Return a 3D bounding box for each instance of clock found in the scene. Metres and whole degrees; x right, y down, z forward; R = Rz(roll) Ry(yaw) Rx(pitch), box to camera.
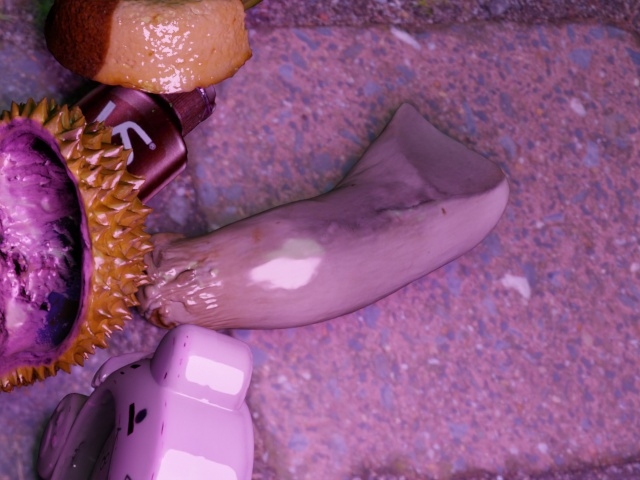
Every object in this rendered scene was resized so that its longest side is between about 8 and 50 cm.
[{"bbox_3d":[-0.160,0.231,1.573,0.113,0.322,0.295,20,56,-18],"label":"clock"}]

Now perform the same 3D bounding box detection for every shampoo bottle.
[{"bbox_3d":[-0.227,-0.068,1.858,0.129,0.084,0.323,46,54,3],"label":"shampoo bottle"}]

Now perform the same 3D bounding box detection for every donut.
[{"bbox_3d":[-0.182,-0.221,1.899,0.217,0.085,0.141,16,37,12],"label":"donut"}]

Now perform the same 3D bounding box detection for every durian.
[{"bbox_3d":[-0.215,-0.008,1.734,0.186,0.153,0.260,-14,94,-63],"label":"durian"}]

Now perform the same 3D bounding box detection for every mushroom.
[{"bbox_3d":[-0.001,0.000,1.895,0.397,0.126,0.177,-27,55,-33],"label":"mushroom"}]

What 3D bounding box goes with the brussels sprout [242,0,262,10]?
[{"bbox_3d":[-0.142,-0.430,1.989,0.371,0.315,0.276,37,31,7],"label":"brussels sprout"}]
